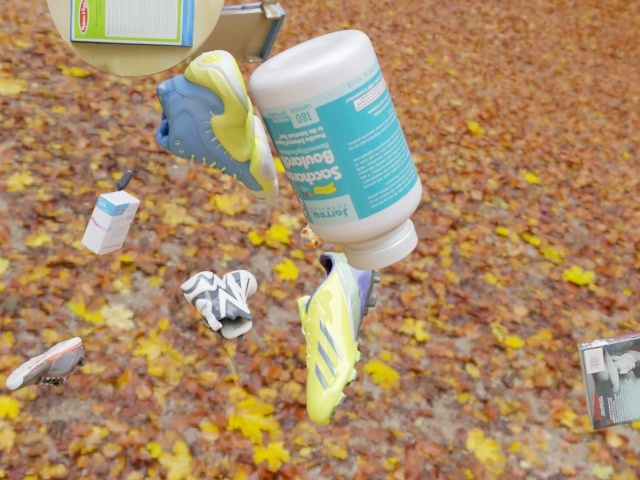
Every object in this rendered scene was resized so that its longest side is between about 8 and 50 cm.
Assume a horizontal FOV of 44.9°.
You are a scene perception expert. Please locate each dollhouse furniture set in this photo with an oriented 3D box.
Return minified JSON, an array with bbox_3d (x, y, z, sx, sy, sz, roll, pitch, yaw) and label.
[{"bbox_3d":[-0.236,-0.500,1.562,0.286,0.303,0.198,-18,63,-34],"label":"dollhouse furniture set"}]

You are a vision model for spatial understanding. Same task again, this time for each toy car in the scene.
[{"bbox_3d":[0.000,0.000,1.678,0.122,0.060,0.040,30,0,42],"label":"toy car"}]

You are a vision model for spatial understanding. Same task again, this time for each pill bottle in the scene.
[{"bbox_3d":[0.030,-0.098,0.906,0.146,0.264,0.146,-20,23,9],"label":"pill bottle"}]

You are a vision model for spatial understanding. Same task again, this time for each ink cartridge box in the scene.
[{"bbox_3d":[-0.449,-0.039,1.658,0.052,0.122,0.088,30,17,14],"label":"ink cartridge box"}]

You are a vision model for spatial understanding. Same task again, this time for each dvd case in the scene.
[{"bbox_3d":[0.298,0.120,0.699,0.119,0.087,0.013,-14,17,3],"label":"dvd case"}]

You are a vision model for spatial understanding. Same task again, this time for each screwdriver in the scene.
[{"bbox_3d":[-0.489,-0.093,1.817,0.025,0.170,0.024,25,-9,21],"label":"screwdriver"}]

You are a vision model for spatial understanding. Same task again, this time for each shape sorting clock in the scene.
[{"bbox_3d":[-0.199,-0.280,0.832,0.206,0.206,0.040,17,8,4],"label":"shape sorting clock"}]

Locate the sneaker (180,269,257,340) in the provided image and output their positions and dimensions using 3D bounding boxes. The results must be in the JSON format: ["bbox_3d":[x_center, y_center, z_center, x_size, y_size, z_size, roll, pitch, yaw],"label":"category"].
[{"bbox_3d":[-0.188,0.148,1.666,0.153,0.094,0.235,60,15,16],"label":"sneaker"}]

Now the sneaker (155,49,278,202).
[{"bbox_3d":[-0.136,-0.130,0.990,0.126,0.240,0.091,-18,45,1],"label":"sneaker"}]

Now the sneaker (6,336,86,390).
[{"bbox_3d":[-0.443,0.216,1.278,0.061,0.065,0.158,-17,10,33],"label":"sneaker"}]

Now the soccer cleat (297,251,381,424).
[{"bbox_3d":[0.010,0.147,1.211,0.121,0.093,0.289,20,59,-5],"label":"soccer cleat"}]
